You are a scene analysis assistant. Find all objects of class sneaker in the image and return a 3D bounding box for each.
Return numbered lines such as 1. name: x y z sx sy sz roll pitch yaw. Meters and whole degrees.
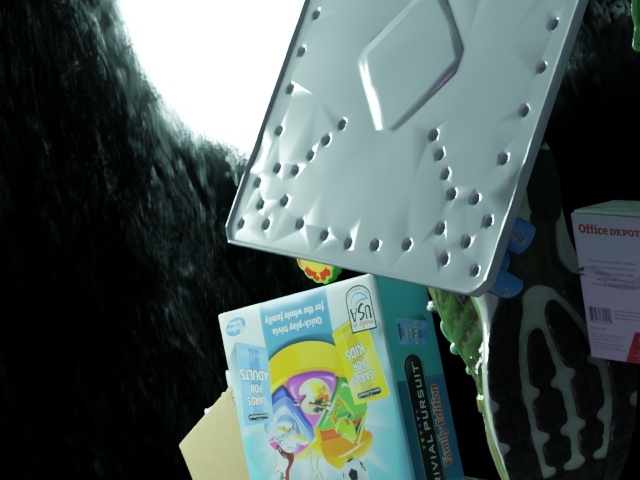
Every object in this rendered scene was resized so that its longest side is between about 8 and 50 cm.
1. sneaker: 0.171 0.071 1.865 0.182 0.158 0.410 145 112 -69

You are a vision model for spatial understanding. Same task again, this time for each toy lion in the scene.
1. toy lion: 0.000 0.000 2.169 0.100 0.034 0.096 -9 103 57

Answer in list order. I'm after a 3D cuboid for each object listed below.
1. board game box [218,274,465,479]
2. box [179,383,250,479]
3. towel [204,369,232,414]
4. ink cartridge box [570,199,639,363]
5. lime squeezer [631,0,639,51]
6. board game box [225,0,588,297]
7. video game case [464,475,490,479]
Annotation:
1. board game box: 0.028 0.216 2.094 0.253 0.079 0.336 -17 82 47
2. box: -0.089 0.284 2.300 0.164 0.021 0.201 -50 57 45
3. towel: -0.030 0.307 2.272 0.312 0.056 0.324 1 94 56
4. ink cartridge box: 0.278 0.035 1.737 0.099 0.056 0.135 6 108 55
5. lime squeezer: 0.297 -0.182 1.621 0.110 0.058 0.310 -36 72 56
6. board game box: 0.096 -0.154 1.768 0.390 0.050 0.390 11 81 55
7. video game case: 0.205 0.356 2.010 0.206 0.026 0.227 1 104 56
